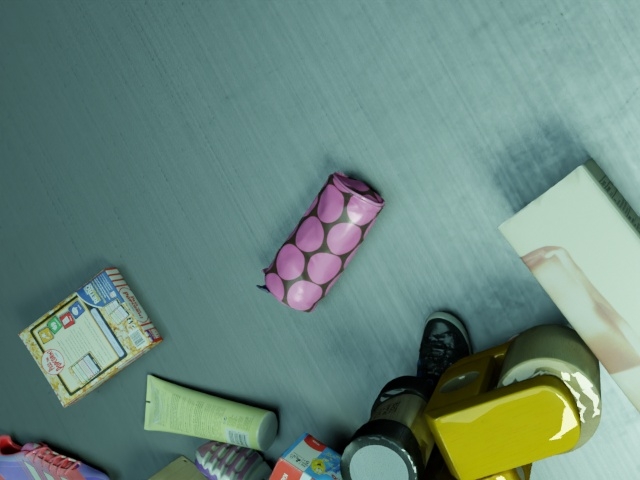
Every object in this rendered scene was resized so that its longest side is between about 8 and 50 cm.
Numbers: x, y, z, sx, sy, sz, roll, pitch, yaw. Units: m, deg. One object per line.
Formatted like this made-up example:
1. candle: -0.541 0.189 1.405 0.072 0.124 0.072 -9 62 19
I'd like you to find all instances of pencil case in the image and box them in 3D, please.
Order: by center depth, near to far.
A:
1. pencil case: 0.000 0.000 1.226 0.098 0.095 0.209 48 113 32

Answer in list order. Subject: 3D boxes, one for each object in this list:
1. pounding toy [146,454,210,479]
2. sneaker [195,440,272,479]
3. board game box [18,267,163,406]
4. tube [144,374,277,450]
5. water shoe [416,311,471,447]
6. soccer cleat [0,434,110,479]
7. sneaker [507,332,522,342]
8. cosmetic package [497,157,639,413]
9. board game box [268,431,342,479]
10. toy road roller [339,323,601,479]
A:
1. pounding toy: -0.268 0.433 1.391 0.100 0.130 0.141 33 110 15
2. sneaker: -0.100 0.400 1.338 0.236 0.095 0.105 28 116 16
3. board game box: -0.377 0.158 1.417 0.193 0.045 0.147 -35 84 12
4. tube: -0.183 0.277 1.373 0.240 0.070 0.062 6 143 27
5. water shoe: 0.164 0.202 1.191 0.073 0.080 0.203 4 101 22
6. soccer cleat: -0.475 0.397 1.506 0.248 0.083 0.095 0 94 26
7. sneaker: 0.237 0.203 1.168 0.064 0.067 0.175 26 110 16
8. cosmetic package: 0.361 0.057 1.043 0.129 0.153 0.296 -39 82 23
9. board game box: 0.030 0.479 1.200 0.302 0.086 0.308 29 111 16
10. toy road roller: 0.205 0.270 1.046 0.329 0.202 0.241 -26 94 21
